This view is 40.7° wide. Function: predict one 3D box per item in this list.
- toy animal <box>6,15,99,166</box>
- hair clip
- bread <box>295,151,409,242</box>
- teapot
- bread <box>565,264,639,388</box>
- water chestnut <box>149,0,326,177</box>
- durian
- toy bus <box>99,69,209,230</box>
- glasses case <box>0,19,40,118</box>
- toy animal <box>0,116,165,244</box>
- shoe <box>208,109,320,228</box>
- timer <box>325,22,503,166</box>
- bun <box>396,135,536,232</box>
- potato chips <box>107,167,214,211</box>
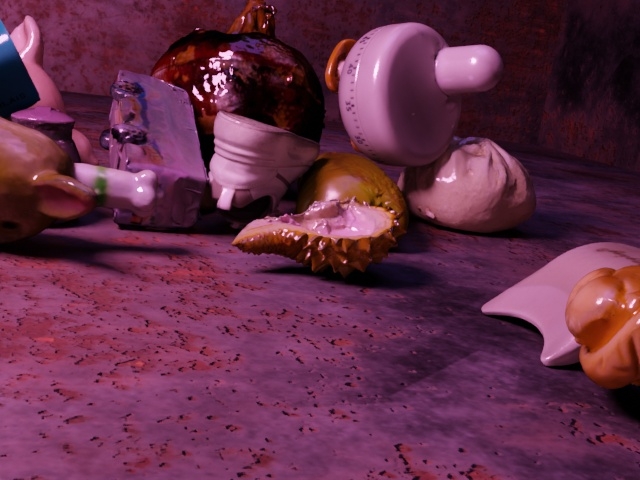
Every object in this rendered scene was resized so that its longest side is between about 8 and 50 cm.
[{"bbox_3d":[-0.492,-0.181,1.296,0.269,0.237,0.326,-19,14,6],"label":"toy animal"},{"bbox_3d":[0.340,0.061,0.923,0.282,0.113,0.172,5,13,-12],"label":"hair clip"},{"bbox_3d":[0.046,-0.081,1.370,0.166,0.112,0.383,8,11,-2],"label":"bread"},{"bbox_3d":[-0.355,-0.102,1.125,0.116,0.146,0.148,13,13,20],"label":"teapot"},{"bbox_3d":[0.362,0.103,0.724,0.311,0.121,0.173,13,16,20],"label":"bread"},{"bbox_3d":[-0.144,-0.272,1.532,0.335,0.347,0.335,-1,-6,0],"label":"water chestnut"},{"bbox_3d":[-0.003,0.007,1.050,0.224,0.078,0.140,-8,30,-21],"label":"durian"},{"bbox_3d":[-0.243,-0.138,1.243,0.138,0.112,0.317,9,33,-19],"label":"toy bus"},{"bbox_3d":[-0.507,-0.158,1.067,0.301,0.117,0.070,-29,46,-14],"label":"glasses case"},{"bbox_3d":[-0.373,-0.065,0.955,0.363,0.180,0.181,29,17,-9],"label":"toy animal"},{"bbox_3d":[-0.091,-0.092,1.251,0.124,0.159,0.316,18,2,12],"label":"shoe"},{"bbox_3d":[0.151,-0.234,1.382,0.240,0.233,0.233,5,7,43],"label":"timer"},{"bbox_3d":[0.259,-0.104,1.514,0.259,0.160,0.259,10,11,-2],"label":"bun"},{"bbox_3d":[-0.259,-0.086,1.321,0.208,0.061,0.195,6,14,-20],"label":"potato chips"}]
